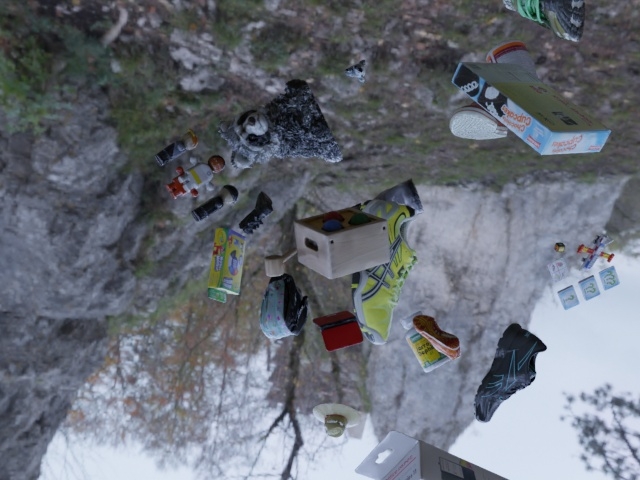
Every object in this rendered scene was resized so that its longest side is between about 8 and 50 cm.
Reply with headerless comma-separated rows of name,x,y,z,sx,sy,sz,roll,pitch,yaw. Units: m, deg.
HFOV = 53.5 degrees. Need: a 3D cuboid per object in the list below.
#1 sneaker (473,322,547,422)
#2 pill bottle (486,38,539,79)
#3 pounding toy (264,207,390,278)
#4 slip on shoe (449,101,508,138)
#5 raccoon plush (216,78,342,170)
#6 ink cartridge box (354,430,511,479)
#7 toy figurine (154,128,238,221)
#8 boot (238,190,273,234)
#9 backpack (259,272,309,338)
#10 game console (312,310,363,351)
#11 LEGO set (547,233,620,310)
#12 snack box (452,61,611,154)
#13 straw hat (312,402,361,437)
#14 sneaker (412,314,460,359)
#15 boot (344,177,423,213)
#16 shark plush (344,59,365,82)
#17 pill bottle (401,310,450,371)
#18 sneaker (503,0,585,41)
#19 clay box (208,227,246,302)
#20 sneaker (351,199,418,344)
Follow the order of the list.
sneaker,0.457,0.338,1.546,0.106,0.267,0.101,26,-164,27
pill bottle,0.590,-0.482,1.913,0.121,0.221,0.121,-13,163,-4
pounding toy,-0.010,-0.001,1.168,0.206,0.094,0.181,-15,-160,-26
slip on shoe,0.423,-0.330,1.692,0.123,0.101,0.331,-3,-177,30
raccoon plush,-0.105,-0.275,1.930,0.216,0.299,0.446,66,-174,33
ink cartridge box,0.276,0.621,1.546,0.353,0.207,0.119,26,-148,-10
toy figurine,-0.347,-0.185,1.802,0.148,0.209,0.213,-36,-125,-21
boot,-0.175,-0.073,1.716,0.045,0.099,0.121,40,-165,-26
backpack,-0.113,0.208,1.905,0.115,0.182,0.152,-19,133,24
game console,0.060,0.316,2.235,0.144,0.085,0.124,-11,-164,-21
LEGO set,0.761,0.087,1.828,0.182,0.244,0.060,-27,-151,8
snack box,0.464,-0.303,1.423,0.187,0.060,0.322,-7,-138,-29
straw hat,0.041,0.511,1.761,0.144,0.144,0.061,12,-131,3
sneaker,0.304,0.259,1.695,0.064,0.067,0.175,-24,-143,-18
boot,0.194,-0.100,2.029,0.223,0.118,0.338,-19,176,-3
shark plush,0.111,-0.545,2.062,0.067,0.073,0.161,3,-158,2
pill bottle,0.388,0.372,2.357,0.117,0.117,0.208,-6,-116,-59
sneaker,0.502,-0.532,1.436,0.182,0.158,0.410,4,-159,22
clay box,-0.296,0.082,2.017,0.053,0.222,0.127,0,167,20
sneaker,0.172,0.077,1.650,0.147,0.384,0.145,-1,170,22
